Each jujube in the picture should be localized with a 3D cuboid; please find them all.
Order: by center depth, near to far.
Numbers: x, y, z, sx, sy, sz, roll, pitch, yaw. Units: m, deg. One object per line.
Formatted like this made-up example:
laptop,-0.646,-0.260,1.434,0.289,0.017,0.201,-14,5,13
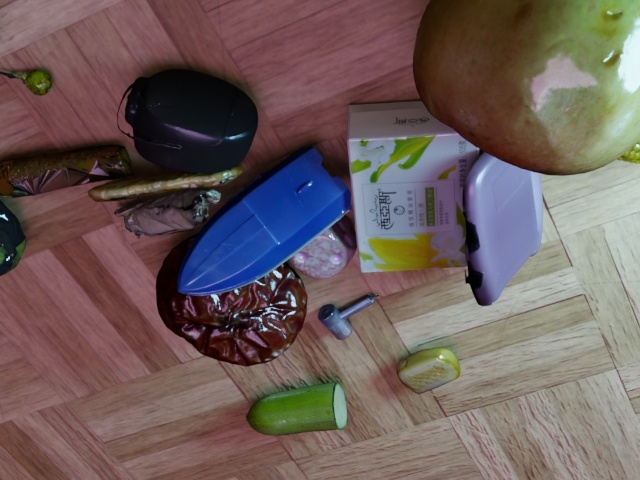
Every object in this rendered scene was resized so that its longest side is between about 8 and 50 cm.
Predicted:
jujube,-0.146,0.087,1.648,0.232,0.213,0.213,32,123,-26

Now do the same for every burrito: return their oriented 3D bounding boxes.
burrito,-0.238,-0.045,1.589,0.229,0.063,0.058,-10,166,40

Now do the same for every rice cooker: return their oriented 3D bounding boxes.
rice cooker,-0.195,-0.174,1.476,0.203,0.142,0.118,12,140,-1

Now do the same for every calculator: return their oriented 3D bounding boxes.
calculator,0.282,-0.042,1.530,0.043,0.194,0.294,23,143,35

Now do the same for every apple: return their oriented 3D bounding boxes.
apple,0.288,-0.255,1.270,0.338,0.338,0.305,18,111,-11

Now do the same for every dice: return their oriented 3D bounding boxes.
dice,0.000,0.000,1.630,0.094,0.093,0.091,-37,118,26

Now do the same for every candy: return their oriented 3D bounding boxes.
candy,-0.462,-0.246,1.505,0.123,0.035,0.035,14,145,2

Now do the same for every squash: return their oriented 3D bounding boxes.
squash,-0.049,0.322,1.894,0.188,0.095,0.095,-9,127,16

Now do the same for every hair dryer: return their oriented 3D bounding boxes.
hair dryer,0.059,0.126,1.767,0.114,0.037,0.063,-31,122,16

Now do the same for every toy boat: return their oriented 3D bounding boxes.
toy boat,-0.099,-0.013,1.535,0.295,0.088,0.129,-38,78,-8

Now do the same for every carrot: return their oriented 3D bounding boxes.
carrot,-0.410,-0.111,1.588,0.229,0.069,0.069,-9,127,8

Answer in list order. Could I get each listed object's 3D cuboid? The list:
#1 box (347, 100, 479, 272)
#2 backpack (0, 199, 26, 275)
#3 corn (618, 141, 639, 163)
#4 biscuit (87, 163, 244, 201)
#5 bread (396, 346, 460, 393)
box,0.146,-0.082,1.548,0.194,0.111,0.260,-4,130,6
backpack,-0.612,-0.030,1.612,0.207,0.140,0.253,-19,124,16
corn,0.433,-0.168,1.474,0.262,0.097,0.097,11,128,-1
biscuit,-0.241,-0.093,1.559,0.247,0.118,0.029,-9,104,6
bread,0.197,0.228,1.823,0.115,0.056,0.082,-32,120,33
